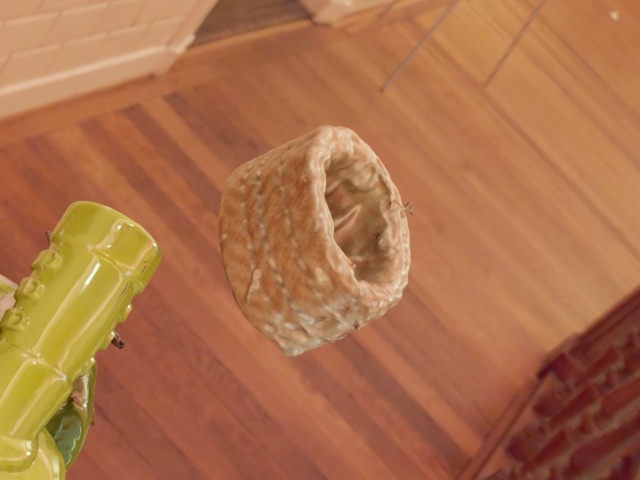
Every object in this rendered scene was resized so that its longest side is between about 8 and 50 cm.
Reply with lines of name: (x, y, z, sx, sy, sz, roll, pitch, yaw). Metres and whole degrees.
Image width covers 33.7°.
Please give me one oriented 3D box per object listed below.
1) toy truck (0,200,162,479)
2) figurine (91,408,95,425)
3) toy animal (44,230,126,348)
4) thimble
toy truck: (-0.178, 0.084, 0.535, 0.148, 0.210, 0.187, 43, 47, -25)
figurine: (-0.429, 0.248, 1.367, 0.263, 0.162, 0.143, -15, 68, -4)
toy animal: (-0.370, 0.068, 1.659, 0.148, 0.084, 0.233, -107, -177, -52)
thimble: (-0.003, -0.006, 1.141, 0.196, 0.148, 0.229, 47, 33, -26)
